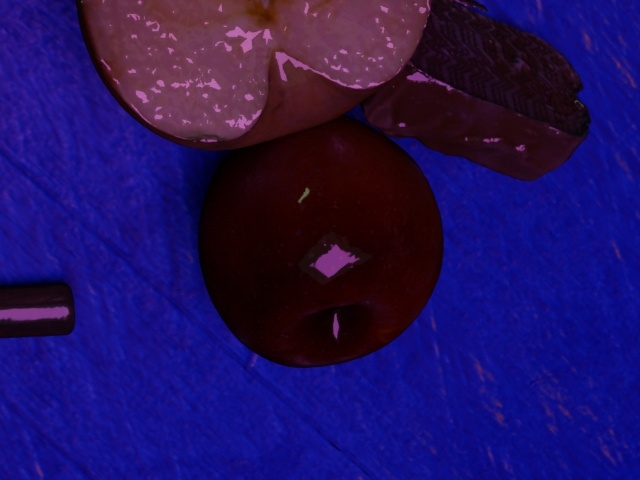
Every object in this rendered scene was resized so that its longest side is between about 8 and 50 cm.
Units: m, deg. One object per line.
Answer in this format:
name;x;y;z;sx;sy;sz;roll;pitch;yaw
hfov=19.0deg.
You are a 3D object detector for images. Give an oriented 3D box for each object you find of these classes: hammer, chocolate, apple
hammer;-0.436;0.073;1.678;0.440;0.044;0.168;-2;114;-19
chocolate;0.133;-0.137;1.728;0.214;0.148;0.093;22;130;-25
apple;0.000;0.000;1.697;0.218;0.201;0.218;-10;137;-9
apple;-0.067;-0.207;1.615;0.293;0.163;0.251;-20;90;-13
